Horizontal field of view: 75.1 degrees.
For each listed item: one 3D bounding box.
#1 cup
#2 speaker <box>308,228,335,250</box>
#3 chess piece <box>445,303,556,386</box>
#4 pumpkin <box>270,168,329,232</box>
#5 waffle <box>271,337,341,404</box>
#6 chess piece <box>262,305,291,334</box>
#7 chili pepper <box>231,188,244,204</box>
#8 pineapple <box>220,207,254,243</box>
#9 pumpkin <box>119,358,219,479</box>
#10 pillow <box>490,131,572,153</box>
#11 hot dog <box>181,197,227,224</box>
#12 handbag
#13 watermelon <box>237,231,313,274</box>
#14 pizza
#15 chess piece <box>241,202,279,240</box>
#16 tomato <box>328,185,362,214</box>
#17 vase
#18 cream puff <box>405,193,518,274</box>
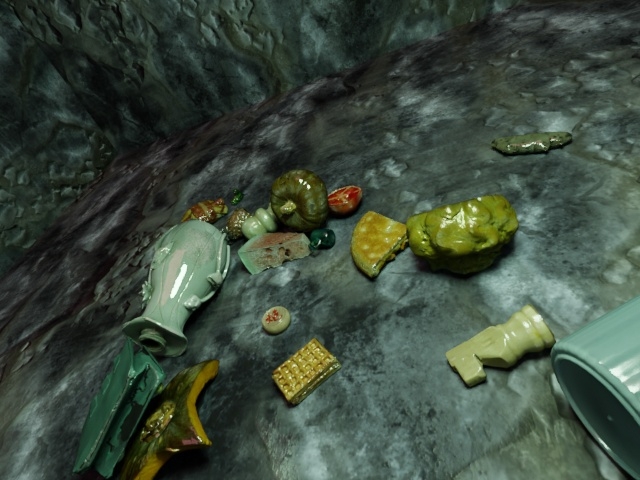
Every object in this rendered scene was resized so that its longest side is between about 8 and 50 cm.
[{"bbox_3d":[0.563,0.218,0.603,0.311,0.331,0.257,-28,1,1],"label":"cup"},{"bbox_3d":[-0.002,-0.004,1.355,0.075,0.060,0.094,-2,9,32],"label":"speaker"},{"bbox_3d":[0.360,0.218,0.847,0.200,0.090,0.090,-32,33,11],"label":"chess piece"},{"bbox_3d":[-0.078,-0.133,1.393,0.219,0.219,0.162,2,27,35],"label":"pumpkin"},{"bbox_3d":[-0.036,0.312,0.997,0.148,0.042,0.102,-37,38,-15],"label":"waffle"},{"bbox_3d":[-0.124,0.225,1.172,0.083,0.038,0.083,-19,35,14],"label":"chess piece"},{"bbox_3d":[-0.377,-0.206,1.899,0.055,0.035,0.118,-6,40,-1],"label":"chili pepper"},{"bbox_3d":[-0.337,-0.034,1.607,0.198,0.108,0.108,-49,39,-10],"label":"pineapple"},{"bbox_3d":[-0.362,0.439,0.998,0.258,0.095,0.290,-38,25,4],"label":"pumpkin"},{"bbox_3d":[0.672,-0.311,1.346,0.241,0.051,0.093,5,40,35],"label":"pillow"},{"bbox_3d":[-0.508,-0.117,1.807,0.213,0.103,0.146,-41,37,-22],"label":"hot dog"},{"bbox_3d":[-0.494,0.406,1.037,0.274,0.100,0.269,1,64,61],"label":"handbag"},{"bbox_3d":[-0.139,0.024,1.418,0.241,0.094,0.154,-9,29,21],"label":"watermelon"},{"bbox_3d":[0.186,0.001,1.249,0.197,0.058,0.292,-15,38,13],"label":"pizza"},{"bbox_3d":[-0.183,-0.086,1.547,0.243,0.133,0.133,-39,36,-7],"label":"chess piece"},{"bbox_3d":[0.085,-0.133,1.475,0.155,0.069,0.155,-18,26,9],"label":"tomato"},{"bbox_3d":[-0.449,0.143,1.333,0.250,0.250,0.445,-11,41,20],"label":"vase"},{"bbox_3d":[0.365,-0.008,1.064,0.282,0.185,0.282,-13,-4,-1],"label":"cream puff"}]
